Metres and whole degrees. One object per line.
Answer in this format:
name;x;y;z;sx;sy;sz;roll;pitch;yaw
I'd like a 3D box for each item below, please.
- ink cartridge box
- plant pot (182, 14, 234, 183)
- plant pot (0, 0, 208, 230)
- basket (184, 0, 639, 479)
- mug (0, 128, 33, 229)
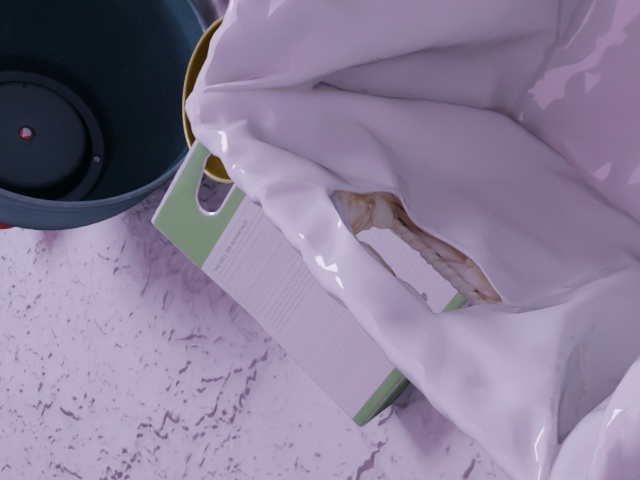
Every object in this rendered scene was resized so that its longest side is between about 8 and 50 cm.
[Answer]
ink cartridge box;0.000;0.000;0.755;0.235;0.056;0.171;44;123;14
plant pot;-0.035;-0.111;0.822;0.134;0.095;0.134;-1;88;48
plant pot;-0.265;-0.132;0.958;0.196;0.293;0.293;-40;60;58
basket;0.160;-0.106;0.487;0.328;0.266;0.331;46;122;37
mug;-0.347;-0.102;1.128;0.169;0.150;0.113;-34;59;37
